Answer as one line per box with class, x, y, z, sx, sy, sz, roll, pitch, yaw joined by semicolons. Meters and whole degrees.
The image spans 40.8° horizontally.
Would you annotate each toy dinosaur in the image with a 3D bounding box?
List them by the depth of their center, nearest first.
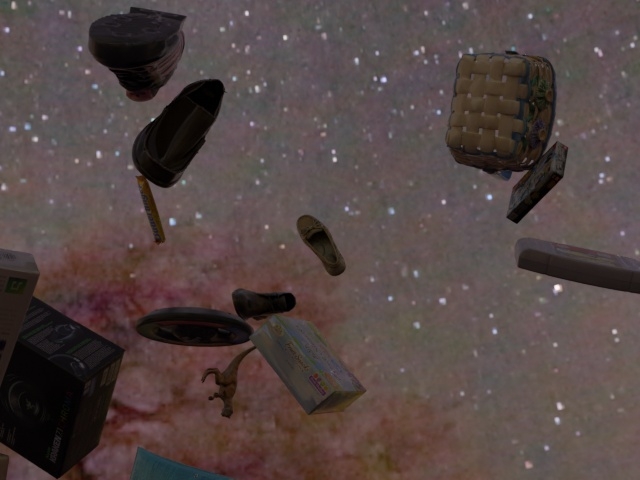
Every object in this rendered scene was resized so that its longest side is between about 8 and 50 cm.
toy dinosaur;-0.217;0.321;2.018;0.112;0.211;0.064;19;-36;-8

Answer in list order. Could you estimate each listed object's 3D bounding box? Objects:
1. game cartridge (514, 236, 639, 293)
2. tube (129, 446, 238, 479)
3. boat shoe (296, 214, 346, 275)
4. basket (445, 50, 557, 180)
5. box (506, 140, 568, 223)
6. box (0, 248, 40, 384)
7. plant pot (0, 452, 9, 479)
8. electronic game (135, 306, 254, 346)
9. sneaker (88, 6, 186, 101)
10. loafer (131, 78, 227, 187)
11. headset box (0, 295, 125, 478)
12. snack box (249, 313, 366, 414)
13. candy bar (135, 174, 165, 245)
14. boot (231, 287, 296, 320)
game cartridge;0.577;0.055;1.887;0.294;0.060;0.196;12;15;7
tube;-0.183;0.314;1.091;0.207;0.080;0.052;-2;-28;42
boat shoe;-0.001;0.001;1.694;0.056;0.153;0.048;-29;-29;-4
basket;0.355;-0.243;1.678;0.201;0.254;0.289;10;7;19
box;0.388;-0.103;1.544;0.027;0.094;0.137;31;-45;-6
box;-0.491;0.144;1.002;0.232;0.058;0.322;13;-70;-35
plant pot;-0.606;0.413;1.467;0.096;0.109;0.109;16;-14;-43
electronic game;-0.244;0.175;1.677;0.229;0.048;0.229;2;-19;1
sneaker;-0.251;-0.252;1.221;0.112;0.319;0.131;11;-71;0
loafer;-0.192;-0.162;1.195;0.080;0.220;0.078;35;-48;-18
headset box;-0.541;0.258;1.617;0.131;0.283;0.246;-38;-27;-60
snack box;-0.018;0.224;1.545;0.070;0.174;0.207;-43;-18;9
candy bar;-0.373;-0.067;1.894;0.018;0.161;0.040;-22;12;-40
boot;-0.135;0.143;2.052;0.106;0.082;0.219;-16;-10;12
